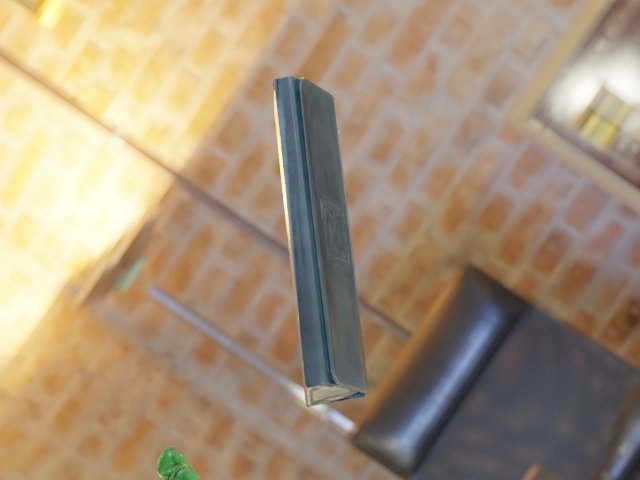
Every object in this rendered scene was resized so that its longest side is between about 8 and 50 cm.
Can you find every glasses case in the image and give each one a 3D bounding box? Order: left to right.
[{"bbox_3d":[0.000,0.000,1.684,0.105,0.056,0.266,95,169,-76],"label":"glasses case"}]

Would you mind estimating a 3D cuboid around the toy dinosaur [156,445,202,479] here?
[{"bbox_3d":[-0.161,0.338,1.280,0.374,0.144,0.500,-40,-36,-18],"label":"toy dinosaur"}]
